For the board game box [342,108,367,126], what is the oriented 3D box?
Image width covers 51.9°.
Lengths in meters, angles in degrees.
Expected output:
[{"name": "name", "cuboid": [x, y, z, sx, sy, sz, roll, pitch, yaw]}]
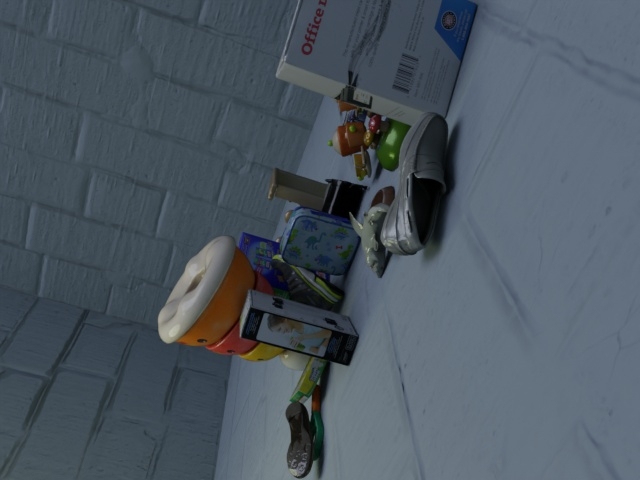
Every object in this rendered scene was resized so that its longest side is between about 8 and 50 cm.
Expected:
[{"name": "board game box", "cuboid": [0.131, -0.465, 2.476, 0.170, 0.048, 0.141, 173, 111, -78]}]

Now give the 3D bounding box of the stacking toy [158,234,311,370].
[{"name": "stacking toy", "cuboid": [-0.195, 0.240, 1.925, 0.350, 0.480, 0.350, -48, 20, 23]}]

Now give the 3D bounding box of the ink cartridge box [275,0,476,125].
[{"name": "ink cartridge box", "cuboid": [0.124, -0.466, 1.540, 0.166, 0.395, 0.285, 180, 107, -79]}]

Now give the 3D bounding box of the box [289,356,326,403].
[{"name": "box", "cuboid": [-0.024, 0.375, 1.870, 0.179, 0.043, 0.105, -63, 3, -35]}]

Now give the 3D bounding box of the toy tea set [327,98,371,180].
[{"name": "toy tea set", "cuboid": [0.067, -0.337, 1.925, 0.200, 0.124, 0.336, -91, -10, -46]}]

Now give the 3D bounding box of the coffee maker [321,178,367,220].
[{"name": "coffee maker", "cuboid": [0.056, -0.098, 2.080, 0.171, 0.120, 0.178, -177, 103, -79]}]

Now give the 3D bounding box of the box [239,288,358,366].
[{"name": "box", "cuboid": [-0.061, 0.223, 1.707, 0.169, 0.290, 0.087, -124, 52, -76]}]

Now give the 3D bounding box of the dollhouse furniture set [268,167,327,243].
[{"name": "dollhouse furniture set", "cuboid": [-0.117, -0.039, 2.520, 0.362, 0.256, 0.394, -93, 23, -63]}]

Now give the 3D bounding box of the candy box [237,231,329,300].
[{"name": "candy box", "cuboid": [-0.136, 0.127, 2.182, 0.268, 0.317, 0.122, -88, 16, -58]}]

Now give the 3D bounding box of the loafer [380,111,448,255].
[{"name": "loafer", "cuboid": [0.215, -0.120, 1.351, 0.111, 0.112, 0.319, -5, 66, 55]}]

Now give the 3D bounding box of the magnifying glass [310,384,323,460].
[{"name": "magnifying glass", "cuboid": [-0.015, 0.488, 1.780, 0.231, 0.026, 0.092, -86, 16, -53]}]

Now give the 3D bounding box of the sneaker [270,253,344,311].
[{"name": "sneaker", "cuboid": [-0.066, 0.137, 1.998, 0.300, 0.111, 0.121, 32, 89, 45]}]

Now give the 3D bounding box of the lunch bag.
[{"name": "lunch bag", "cuboid": [0.000, 0.000, 1.943, 0.090, 0.219, 0.176, -111, 38, -64]}]

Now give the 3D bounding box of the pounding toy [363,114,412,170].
[{"name": "pounding toy", "cuboid": [0.174, -0.309, 1.821, 0.237, 0.110, 0.183, -87, 17, -51]}]

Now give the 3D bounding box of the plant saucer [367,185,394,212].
[{"name": "plant saucer", "cuboid": [0.155, -0.070, 1.772, 0.168, 0.029, 0.168, -163, 90, -81]}]

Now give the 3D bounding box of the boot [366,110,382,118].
[{"name": "boot", "cuboid": [0.136, -0.468, 1.945, 0.090, 0.207, 0.248, -29, 1, 11]}]

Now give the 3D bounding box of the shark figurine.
[{"name": "shark figurine", "cuboid": [0.158, -0.046, 1.538, 0.278, 0.116, 0.166, 109, 139, -61]}]

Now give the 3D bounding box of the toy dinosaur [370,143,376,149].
[{"name": "toy dinosaur", "cuboid": [0.179, -0.315, 2.024, 0.183, 0.053, 0.093, -95, 8, -82]}]

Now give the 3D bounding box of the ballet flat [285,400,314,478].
[{"name": "ballet flat", "cuboid": [-0.049, 0.522, 1.719, 0.084, 0.058, 0.250, -34, 28, 10]}]
